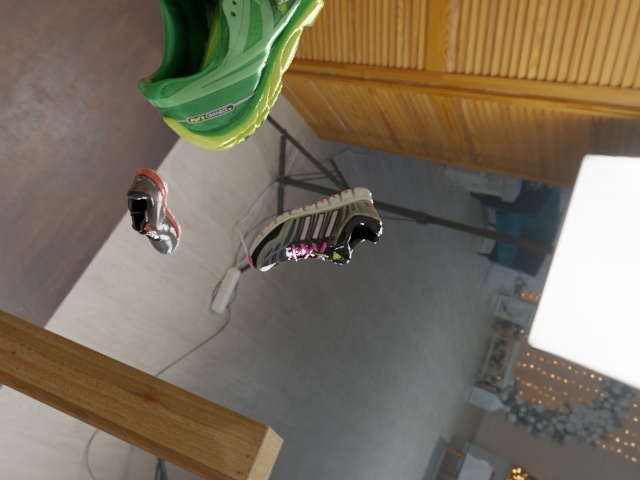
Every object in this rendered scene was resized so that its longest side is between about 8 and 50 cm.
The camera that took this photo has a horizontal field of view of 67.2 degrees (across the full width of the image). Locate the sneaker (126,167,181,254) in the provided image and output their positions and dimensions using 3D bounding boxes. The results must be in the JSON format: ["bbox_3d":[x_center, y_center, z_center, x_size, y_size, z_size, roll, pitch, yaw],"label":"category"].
[{"bbox_3d":[-0.248,-0.028,0.690,0.158,0.061,0.065,91,17,-46],"label":"sneaker"}]

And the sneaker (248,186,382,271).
[{"bbox_3d":[0.000,0.000,0.564,0.170,0.074,0.063,-25,152,-14],"label":"sneaker"}]

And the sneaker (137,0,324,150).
[{"bbox_3d":[-0.067,-0.229,0.423,0.123,0.109,0.295,23,86,-53],"label":"sneaker"}]

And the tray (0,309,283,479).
[{"bbox_3d":[-0.255,0.196,0.605,0.203,0.411,0.076,89,22,-64],"label":"tray"}]
